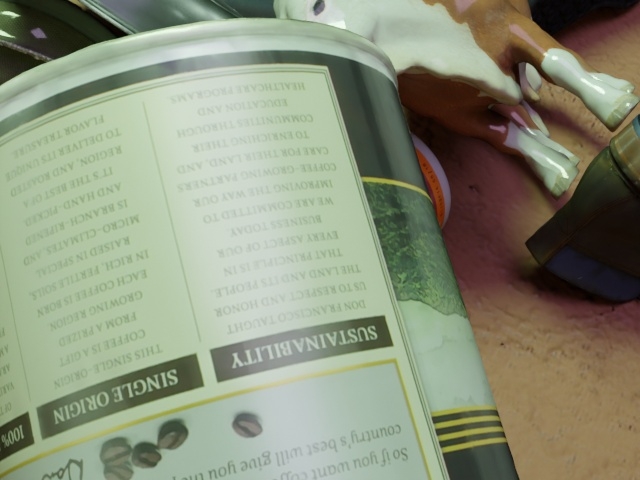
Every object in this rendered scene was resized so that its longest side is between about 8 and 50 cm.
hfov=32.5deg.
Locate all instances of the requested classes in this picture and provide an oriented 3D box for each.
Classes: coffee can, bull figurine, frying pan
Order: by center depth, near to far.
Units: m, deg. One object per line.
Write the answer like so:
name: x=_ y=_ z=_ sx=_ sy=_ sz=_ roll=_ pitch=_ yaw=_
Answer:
coffee can: x=-0.028 y=0.083 z=0.430 sx=0.201 sy=0.201 sz=0.275 roll=-9 pitch=74 yaw=-25
frying pan: x=-0.150 y=-0.166 z=0.611 sx=0.326 sy=0.053 sz=0.197 roll=29 pitch=11 yaw=-38
bull figurine: x=0.090 y=-0.110 z=0.665 sx=0.188 sy=0.101 sz=0.310 roll=37 pitch=22 yaw=7

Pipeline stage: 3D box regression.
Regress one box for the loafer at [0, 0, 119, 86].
loafer: x=-0.223 y=-0.103 z=0.631 sx=0.251 sy=0.094 sz=0.087 roll=18 pitch=65 yaw=-3

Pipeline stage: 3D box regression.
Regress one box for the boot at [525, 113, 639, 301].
boot: x=0.226 y=-0.012 z=0.728 sx=0.219 sy=0.106 sz=0.082 roll=17 pitch=40 yaw=-44

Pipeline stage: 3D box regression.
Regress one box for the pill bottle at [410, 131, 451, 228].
pill bottle: x=0.000 y=0.000 z=0.622 sx=0.086 sy=0.086 sz=0.152 roll=40 pitch=52 yaw=13

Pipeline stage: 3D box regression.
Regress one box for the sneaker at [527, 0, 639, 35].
sneaker: x=0.193 y=-0.230 z=0.865 sx=0.235 sy=0.084 sz=0.097 roll=-25 pitch=55 yaw=-38

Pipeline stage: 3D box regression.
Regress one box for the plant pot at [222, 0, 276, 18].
plant pot: x=-0.021 y=-0.324 z=0.790 sx=0.293 sy=0.196 sz=0.293 roll=9 pitch=52 yaw=-12
